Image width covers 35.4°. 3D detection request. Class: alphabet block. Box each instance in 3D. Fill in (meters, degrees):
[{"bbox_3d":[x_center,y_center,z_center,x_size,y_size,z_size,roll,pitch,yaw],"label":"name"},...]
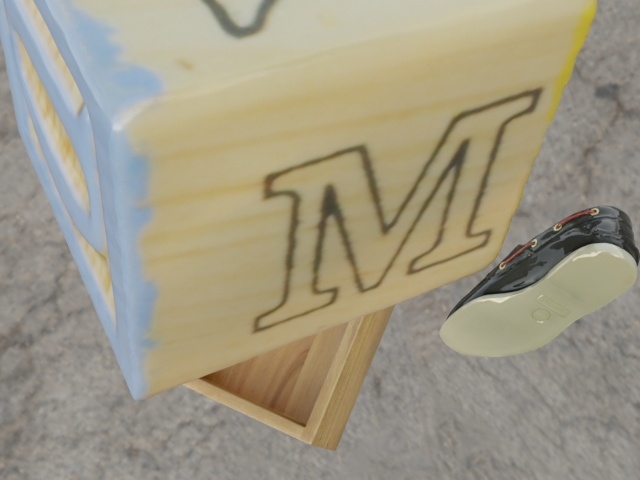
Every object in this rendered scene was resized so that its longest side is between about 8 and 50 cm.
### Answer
[{"bbox_3d":[-0.028,-0.077,0.459,0.197,0.193,0.192,-18,59,-20],"label":"alphabet block"}]

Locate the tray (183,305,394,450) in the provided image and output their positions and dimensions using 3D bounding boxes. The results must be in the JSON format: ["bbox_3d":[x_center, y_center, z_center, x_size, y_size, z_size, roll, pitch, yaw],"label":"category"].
[{"bbox_3d":[0.000,0.000,1.113,0.203,0.076,0.410,19,81,29],"label":"tray"}]

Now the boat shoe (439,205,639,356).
[{"bbox_3d":[0.120,0.027,0.559,0.133,0.049,0.042,-38,25,41],"label":"boat shoe"}]
